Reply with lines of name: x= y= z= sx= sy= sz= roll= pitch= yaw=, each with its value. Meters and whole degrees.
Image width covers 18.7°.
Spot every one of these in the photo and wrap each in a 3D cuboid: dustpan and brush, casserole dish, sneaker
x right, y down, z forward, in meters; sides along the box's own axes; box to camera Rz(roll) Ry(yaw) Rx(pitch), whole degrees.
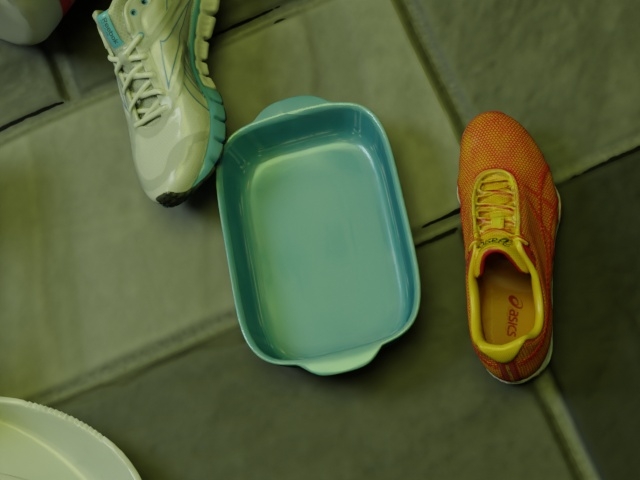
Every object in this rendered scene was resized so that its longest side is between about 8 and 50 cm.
dustpan and brush: x=-0.131 y=0.167 z=1.134 sx=0.211 sy=0.060 sz=0.147 roll=17 pitch=52 yaw=-6
casserole dish: x=0.000 y=0.000 z=1.198 sx=0.114 sy=0.037 sz=0.188 roll=-14 pitch=64 yaw=6
sneaker: x=0.113 y=-0.003 z=1.159 sx=0.064 sy=0.067 sz=0.175 roll=-10 pitch=64 yaw=9
sneaker: x=-0.111 y=-0.111 z=1.235 sx=0.071 sy=0.083 sz=0.191 roll=-27 pitch=56 yaw=34

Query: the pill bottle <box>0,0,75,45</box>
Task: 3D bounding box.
pill bottle: x=-0.166 y=-0.302 z=1.285 sx=0.176 sy=0.176 sz=0.318 roll=29 pitch=76 yaw=21
